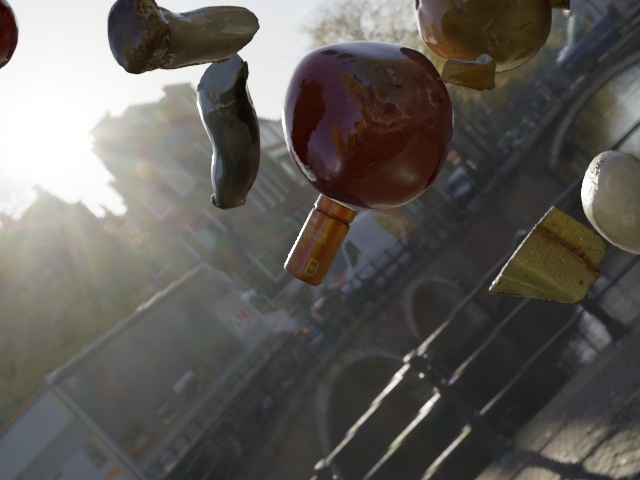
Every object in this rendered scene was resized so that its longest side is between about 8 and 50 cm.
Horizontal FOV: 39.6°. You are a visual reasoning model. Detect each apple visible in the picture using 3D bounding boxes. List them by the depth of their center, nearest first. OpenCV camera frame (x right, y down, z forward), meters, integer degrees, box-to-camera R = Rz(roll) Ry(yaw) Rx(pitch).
[{"bbox_3d":[-0.690,-0.419,1.780,0.181,0.181,0.168,-45,-11,-10],"label":"apple"}]

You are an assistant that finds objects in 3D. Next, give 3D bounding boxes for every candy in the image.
[{"bbox_3d":[0.740,-0.088,2.163,0.185,0.295,0.295,-32,0,7],"label":"candy"}]

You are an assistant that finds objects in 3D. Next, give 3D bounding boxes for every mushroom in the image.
[{"bbox_3d":[-0.147,-0.231,0.984,0.071,0.084,0.209,-35,-8,35],"label":"mushroom"},{"bbox_3d":[-0.162,-0.192,1.639,0.109,0.097,0.351,-31,-37,-26],"label":"mushroom"}]

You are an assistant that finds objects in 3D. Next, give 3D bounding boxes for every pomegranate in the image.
[{"bbox_3d":[0.353,-0.497,1.822,0.319,0.319,0.319,-45,-2,-2],"label":"pomegranate"}]

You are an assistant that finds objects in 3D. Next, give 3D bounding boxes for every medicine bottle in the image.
[{"bbox_3d":[0.000,0.000,1.986,0.191,0.096,0.096,-63,-3,6],"label":"medicine bottle"}]

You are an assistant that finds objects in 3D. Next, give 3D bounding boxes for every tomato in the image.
[{"bbox_3d":[0.102,-0.232,1.660,0.341,0.341,0.272,-44,-15,-29],"label":"tomato"}]

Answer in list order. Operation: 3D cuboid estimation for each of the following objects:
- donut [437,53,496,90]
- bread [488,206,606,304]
[{"bbox_3d":[0.208,-0.237,1.238,0.067,0.083,0.037,-79,1,-57],"label":"donut"},{"bbox_3d":[0.512,0.061,1.957,0.240,0.178,0.135,-45,-14,-40],"label":"bread"}]
